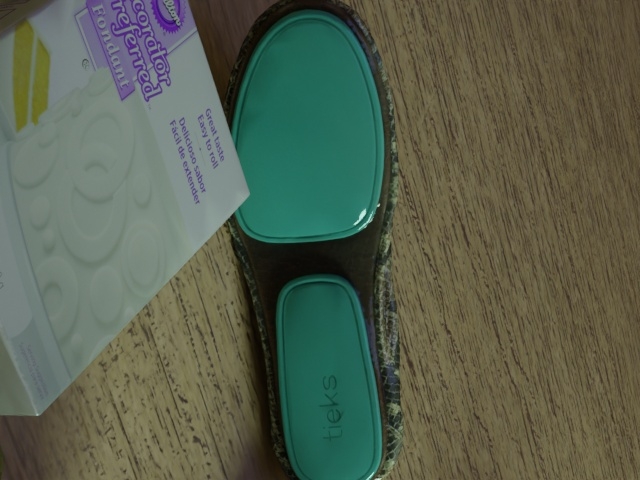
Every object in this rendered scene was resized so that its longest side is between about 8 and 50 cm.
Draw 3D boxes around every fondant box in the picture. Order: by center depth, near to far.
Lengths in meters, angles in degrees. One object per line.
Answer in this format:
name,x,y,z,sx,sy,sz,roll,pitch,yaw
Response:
fondant box,-0.193,-0.061,1.114,0.330,0.096,0.238,-51,131,-52

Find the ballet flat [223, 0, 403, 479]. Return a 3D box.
ballet flat,0.000,0.000,1.435,0.182,0.164,0.483,-73,159,-72

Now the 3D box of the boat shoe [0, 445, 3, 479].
boat shoe,-0.303,0.149,0.919,0.223,0.073,0.080,-7,110,-42
